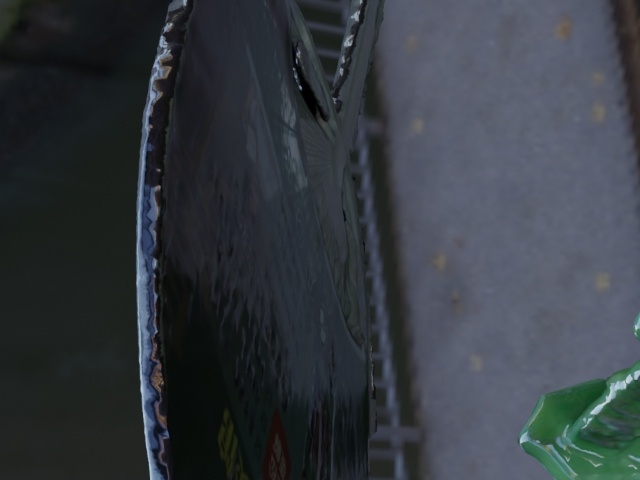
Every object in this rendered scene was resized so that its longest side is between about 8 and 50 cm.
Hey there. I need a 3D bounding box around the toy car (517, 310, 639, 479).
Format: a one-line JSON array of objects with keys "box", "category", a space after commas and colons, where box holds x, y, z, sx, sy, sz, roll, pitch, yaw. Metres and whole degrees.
[{"box": [0.278, 0.088, 0.679, 0.176, 0.358, 0.213, -55, -1, -28], "category": "toy car"}]

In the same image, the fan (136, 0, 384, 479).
[{"box": [0.002, 0.034, 0.473, 0.294, 0.012, 0.223, -44, -52, -75], "category": "fan"}]
